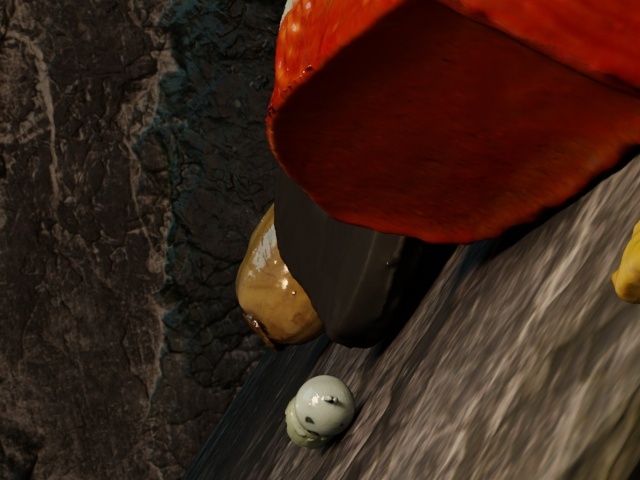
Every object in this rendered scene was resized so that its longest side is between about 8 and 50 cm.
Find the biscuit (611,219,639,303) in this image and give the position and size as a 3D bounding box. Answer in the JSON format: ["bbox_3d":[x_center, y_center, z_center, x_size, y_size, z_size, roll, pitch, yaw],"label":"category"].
[{"bbox_3d":[0.105,-0.027,0.362,0.083,0.018,0.081,-56,1,-24],"label":"biscuit"}]

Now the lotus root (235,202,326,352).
[{"bbox_3d":[0.000,0.000,1.412,0.221,0.125,0.118,-59,-39,-7],"label":"lotus root"}]

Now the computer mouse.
[{"bbox_3d":[0.037,-0.020,1.012,0.269,0.086,0.137,-125,49,-70],"label":"computer mouse"}]

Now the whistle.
[{"bbox_3d":[-0.002,0.101,0.880,0.035,0.035,0.100,-57,0,-20],"label":"whistle"}]

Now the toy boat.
[{"bbox_3d":[0.061,-0.093,0.652,0.332,0.145,0.133,143,150,-73],"label":"toy boat"}]
